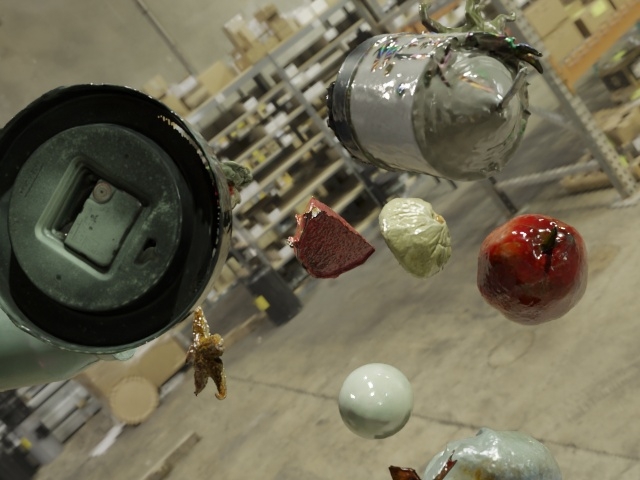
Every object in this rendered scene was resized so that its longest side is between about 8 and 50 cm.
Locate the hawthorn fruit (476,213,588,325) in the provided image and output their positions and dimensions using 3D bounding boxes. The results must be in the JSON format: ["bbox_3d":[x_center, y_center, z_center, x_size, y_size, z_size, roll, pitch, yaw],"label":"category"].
[{"bbox_3d":[0.535,0.049,2.031,0.285,0.285,0.369,-42,-21,-16],"label":"hawthorn fruit"}]

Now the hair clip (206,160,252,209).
[{"bbox_3d":[-0.271,-0.056,1.408,0.321,0.091,0.138,-15,-4,6],"label":"hair clip"}]

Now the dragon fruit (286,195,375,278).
[{"bbox_3d":[-0.009,-0.001,2.019,0.161,0.274,0.126,-52,47,5],"label":"dragon fruit"}]

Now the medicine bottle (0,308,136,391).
[{"bbox_3d":[-0.539,0.171,1.677,0.290,0.245,0.245,-9,19,11],"label":"medicine bottle"}]

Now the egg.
[{"bbox_3d":[0.109,0.322,1.637,0.151,0.151,0.209,-36,-11,12],"label":"egg"}]

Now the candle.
[{"bbox_3d":[0.156,-0.165,0.997,0.187,0.187,0.330,-42,27,-15],"label":"candle"}]

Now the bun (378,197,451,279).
[{"bbox_3d":[0.248,-0.016,2.023,0.134,0.220,0.220,-33,13,27],"label":"bun"}]

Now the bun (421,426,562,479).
[{"bbox_3d":[0.387,0.582,1.952,0.362,0.362,0.211,-36,54,12],"label":"bun"}]

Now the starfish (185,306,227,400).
[{"bbox_3d":[-0.246,0.234,1.718,0.043,0.240,0.227,2,-34,-30],"label":"starfish"}]

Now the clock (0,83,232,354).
[{"bbox_3d":[-0.313,-0.031,1.179,0.386,0.386,0.076,-36,-6,9],"label":"clock"}]

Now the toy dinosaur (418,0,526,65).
[{"bbox_3d":[0.317,-0.408,1.675,0.294,0.162,0.077,-5,0,-22],"label":"toy dinosaur"}]

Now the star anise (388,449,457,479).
[{"bbox_3d":[0.240,0.512,1.717,0.144,0.158,0.140,-40,28,3],"label":"star anise"}]
